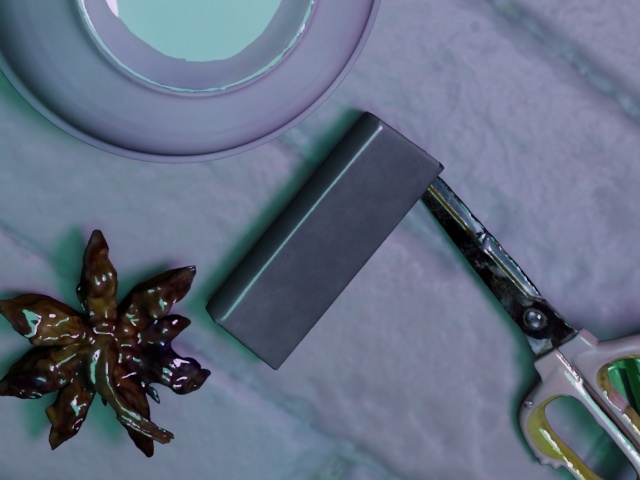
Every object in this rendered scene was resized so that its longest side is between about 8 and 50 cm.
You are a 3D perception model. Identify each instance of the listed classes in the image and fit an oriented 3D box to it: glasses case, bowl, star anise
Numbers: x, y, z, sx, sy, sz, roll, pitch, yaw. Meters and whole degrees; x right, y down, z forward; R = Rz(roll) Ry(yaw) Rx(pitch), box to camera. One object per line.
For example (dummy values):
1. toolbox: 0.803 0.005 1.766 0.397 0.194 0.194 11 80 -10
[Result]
1. glasses case: 0.001 -0.001 1.334 0.072 0.042 0.190 38 94 -23
2. bowl: -0.088 -0.183 1.222 0.287 0.144 0.287 -3 103 -11
3. star anise: -0.153 0.074 1.318 0.168 0.057 0.168 0 95 -6

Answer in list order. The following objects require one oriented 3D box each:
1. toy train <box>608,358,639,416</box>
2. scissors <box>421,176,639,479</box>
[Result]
1. toy train: 0.286 0.097 1.396 0.149 0.081 0.099 -24 106 -10
2. scissors: 0.172 0.078 1.366 0.317 0.024 0.160 50 127 -4
